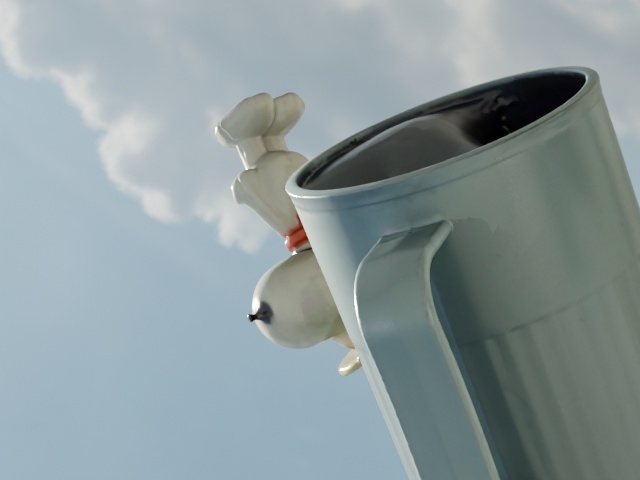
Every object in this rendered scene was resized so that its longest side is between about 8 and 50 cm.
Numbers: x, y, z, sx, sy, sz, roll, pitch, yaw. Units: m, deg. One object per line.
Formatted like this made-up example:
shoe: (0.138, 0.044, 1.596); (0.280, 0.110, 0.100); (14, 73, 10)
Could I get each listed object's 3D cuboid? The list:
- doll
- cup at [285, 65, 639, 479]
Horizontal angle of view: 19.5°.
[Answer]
doll: (0.012, -0.007, 1.779); (0.208, 0.144, 0.271); (12, -125, -35)
cup: (0.152, 0.059, 1.449); (0.331, 0.257, 0.311); (-127, 15, -76)
